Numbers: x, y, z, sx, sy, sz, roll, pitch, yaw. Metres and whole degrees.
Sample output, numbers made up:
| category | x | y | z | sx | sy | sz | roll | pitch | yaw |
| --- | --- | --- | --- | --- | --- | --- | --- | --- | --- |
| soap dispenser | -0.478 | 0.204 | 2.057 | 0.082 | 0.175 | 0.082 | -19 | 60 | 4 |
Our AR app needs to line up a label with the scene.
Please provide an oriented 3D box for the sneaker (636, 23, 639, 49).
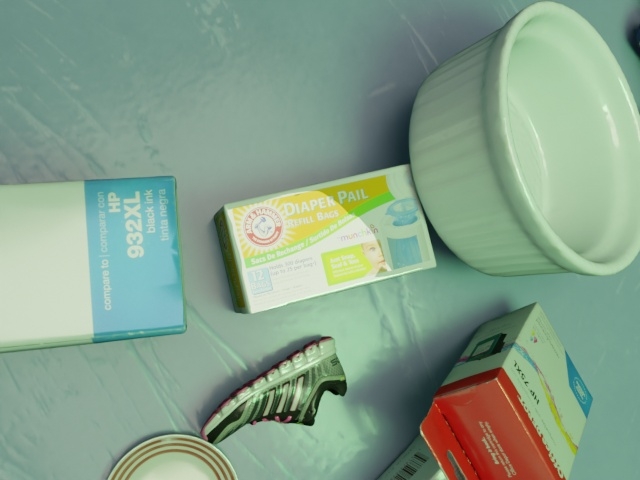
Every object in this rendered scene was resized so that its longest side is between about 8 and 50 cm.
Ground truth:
| category | x | y | z | sx | sy | sz | roll | pitch | yaw |
| --- | --- | --- | --- | --- | --- | --- | --- | --- | --- |
| sneaker | 0.478 | -0.159 | 0.840 | 0.131 | 0.112 | 0.296 | -40 | 68 | -2 |

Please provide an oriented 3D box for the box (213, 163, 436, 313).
| category | x | y | z | sx | sy | sz | roll | pitch | yaw |
| --- | --- | --- | --- | --- | --- | --- | --- | --- | --- |
| box | 0.000 | 0.000 | 0.742 | 0.203 | 0.103 | 0.114 | -14 | 89 | -15 |

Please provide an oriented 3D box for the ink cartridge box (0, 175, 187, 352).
| category | x | y | z | sx | sy | sz | roll | pitch | yaw |
| --- | --- | --- | --- | --- | --- | --- | --- | --- | --- |
| ink cartridge box | -0.279 | 0.032 | 0.608 | 0.307 | 0.223 | 0.129 | -4 | 86 | -14 |

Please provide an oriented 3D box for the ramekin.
| category | x | y | z | sx | sy | sz | roll | pitch | yaw |
| --- | --- | --- | --- | --- | --- | --- | --- | --- | --- |
| ramekin | 0.219 | -0.091 | 0.743 | 0.277 | 0.135 | 0.278 | 12 | 72 | -39 |

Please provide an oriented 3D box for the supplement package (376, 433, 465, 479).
| category | x | y | z | sx | sy | sz | roll | pitch | yaw |
| --- | --- | --- | --- | --- | --- | --- | --- | --- | --- |
| supplement package | 0.146 | 0.313 | 0.751 | 0.105 | 0.105 | 0.179 | -41 | 95 | -15 |

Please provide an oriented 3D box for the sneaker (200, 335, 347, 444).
| category | x | y | z | sx | sy | sz | roll | pitch | yaw |
| --- | --- | --- | --- | --- | --- | --- | --- | --- | --- |
| sneaker | -0.041 | 0.171 | 0.737 | 0.170 | 0.063 | 0.075 | -30 | 87 | -19 |

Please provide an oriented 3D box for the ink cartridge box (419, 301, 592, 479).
| category | x | y | z | sx | sy | sz | roll | pitch | yaw |
| --- | --- | --- | --- | --- | --- | --- | --- | --- | --- |
| ink cartridge box | 0.197 | 0.175 | 0.724 | 0.134 | 0.078 | 0.231 | 59 | 34 | -3 |

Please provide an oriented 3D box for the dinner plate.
| category | x | y | z | sx | sy | sz | roll | pitch | yaw |
| --- | --- | --- | --- | --- | --- | --- | --- | --- | --- |
| dinner plate | -0.152 | 0.270 | 0.725 | 0.141 | 0.017 | 0.141 | 1 | 84 | -14 |
